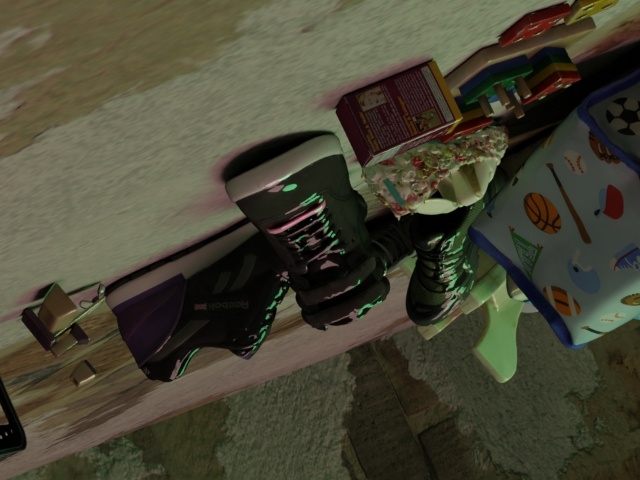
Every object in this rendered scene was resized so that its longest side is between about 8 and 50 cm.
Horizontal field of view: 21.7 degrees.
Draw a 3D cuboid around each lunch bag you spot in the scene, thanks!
[{"bbox_3d":[0.407,-0.091,1.825,0.385,0.239,0.328,-36,174,-29],"label":"lunch bag"}]

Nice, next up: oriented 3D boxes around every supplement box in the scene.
[{"bbox_3d":[0.062,-0.099,1.326,0.083,0.055,0.043,-22,172,-14],"label":"supplement box"}]

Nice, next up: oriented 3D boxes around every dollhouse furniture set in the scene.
[{"bbox_3d":[-0.216,0.071,1.577,0.081,0.091,0.114,-38,176,-24],"label":"dollhouse furniture set"}]

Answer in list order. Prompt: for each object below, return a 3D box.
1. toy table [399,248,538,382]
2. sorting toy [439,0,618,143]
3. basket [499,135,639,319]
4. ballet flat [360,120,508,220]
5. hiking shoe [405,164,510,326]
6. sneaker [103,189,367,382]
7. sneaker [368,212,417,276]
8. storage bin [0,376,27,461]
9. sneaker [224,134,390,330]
[{"bbox_3d":[0.240,0.068,2.463,0.161,0.252,0.274,-39,166,-20],"label":"toy table"},{"bbox_3d":[0.166,-0.136,1.443,0.132,0.046,0.274,-20,171,-34],"label":"sorting toy"},{"bbox_3d":[0.351,-0.024,2.090,0.289,0.254,0.201,5,157,-36],"label":"basket"},{"bbox_3d":[0.124,-0.066,1.682,0.091,0.077,0.241,-31,171,37],"label":"ballet flat"},{"bbox_3d":[0.138,0.003,2.006,0.114,0.086,0.227,0,121,-42],"label":"hiking shoe"},{"bbox_3d":[-0.067,0.050,1.687,0.283,0.124,0.107,-26,173,9],"label":"sneaker"},{"bbox_3d":[0.081,0.004,2.069,0.132,0.086,0.229,-32,-179,16],"label":"sneaker"},{"bbox_3d":[-0.355,0.158,1.519,0.084,0.122,0.180,-27,172,9],"label":"storage bin"},{"bbox_3d":[0.000,0.000,1.472,0.105,0.147,0.296,-24,172,5],"label":"sneaker"}]
